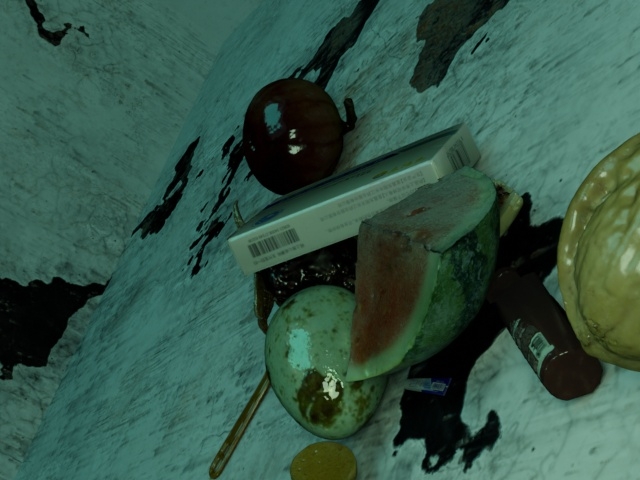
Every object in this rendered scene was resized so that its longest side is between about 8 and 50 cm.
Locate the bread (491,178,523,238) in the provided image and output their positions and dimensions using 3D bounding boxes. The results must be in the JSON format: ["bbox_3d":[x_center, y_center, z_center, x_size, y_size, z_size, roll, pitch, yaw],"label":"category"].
[{"bbox_3d":[0.230,-0.040,1.396,0.070,0.035,0.083,-56,22,11],"label":"bread"}]

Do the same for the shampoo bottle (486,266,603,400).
[{"bbox_3d":[0.232,0.090,1.147,0.068,0.067,0.236,-40,21,10],"label":"shampoo bottle"}]

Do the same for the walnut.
[{"bbox_3d":[0.308,0.004,0.914,0.245,0.198,0.198,-52,20,4],"label":"walnut"}]

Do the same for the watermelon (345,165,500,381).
[{"bbox_3d":[0.127,0.048,1.304,0.256,0.176,0.260,-28,-59,-71],"label":"watermelon"}]

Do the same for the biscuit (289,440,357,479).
[{"bbox_3d":[0.000,0.330,1.262,0.158,0.035,0.240,-5,30,9],"label":"biscuit"}]

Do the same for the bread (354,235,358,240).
[{"bbox_3d":[0.001,0.001,1.803,0.173,0.085,0.134,-48,24,28],"label":"bread"}]

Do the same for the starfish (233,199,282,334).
[{"bbox_3d":[-0.099,0.047,1.797,0.057,0.238,0.213,-13,13,9],"label":"starfish"}]

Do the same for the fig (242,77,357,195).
[{"bbox_3d":[-0.048,-0.198,2.083,0.235,0.214,0.235,-16,68,47],"label":"fig"}]

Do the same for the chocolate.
[{"bbox_3d":[-0.028,0.053,1.651,0.156,0.133,0.156,-7,80,42],"label":"chocolate"}]

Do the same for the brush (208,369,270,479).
[{"bbox_3d":[-0.105,0.258,1.772,0.314,0.017,0.090,-60,20,-5],"label":"brush"}]

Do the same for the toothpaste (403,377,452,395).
[{"bbox_3d":[0.132,0.181,1.324,0.083,0.015,0.024,-10,49,57],"label":"toothpaste"}]

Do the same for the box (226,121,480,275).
[{"bbox_3d":[0.050,-0.060,1.549,0.343,0.065,0.200,-21,12,27],"label":"box"}]

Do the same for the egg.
[{"bbox_3d":[0.011,0.162,1.413,0.169,0.169,0.231,-47,31,28],"label":"egg"}]
